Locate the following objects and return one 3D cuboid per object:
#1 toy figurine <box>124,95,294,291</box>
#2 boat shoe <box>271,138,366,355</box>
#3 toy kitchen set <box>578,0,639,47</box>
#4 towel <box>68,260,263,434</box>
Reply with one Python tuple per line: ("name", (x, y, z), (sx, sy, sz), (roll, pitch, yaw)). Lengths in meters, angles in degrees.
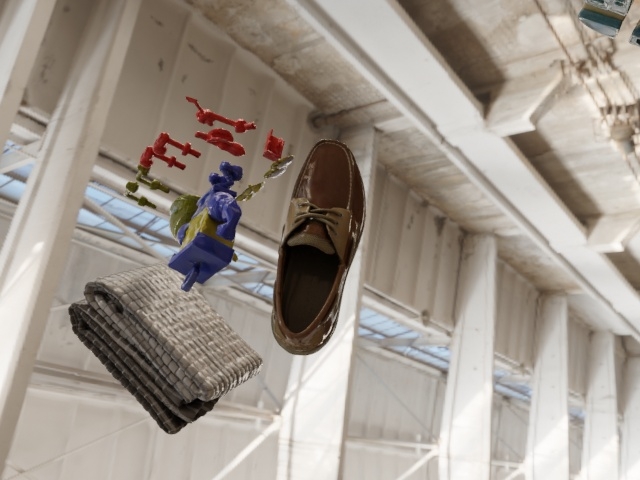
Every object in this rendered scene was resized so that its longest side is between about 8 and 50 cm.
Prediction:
("toy figurine", (-0.208, -0.019, 0.924), (0.191, 0.362, 0.217), (25, -123, -27))
("boat shoe", (0.000, 0.000, 0.859), (0.116, 0.123, 0.324), (81, -164, -75))
("toy kitchen set", (0.324, -0.175, 0.512), (0.122, 0.207, 0.166), (-68, -18, 12))
("towel", (-0.257, 0.173, 1.026), (0.283, 0.121, 0.235), (43, -167, 9))
